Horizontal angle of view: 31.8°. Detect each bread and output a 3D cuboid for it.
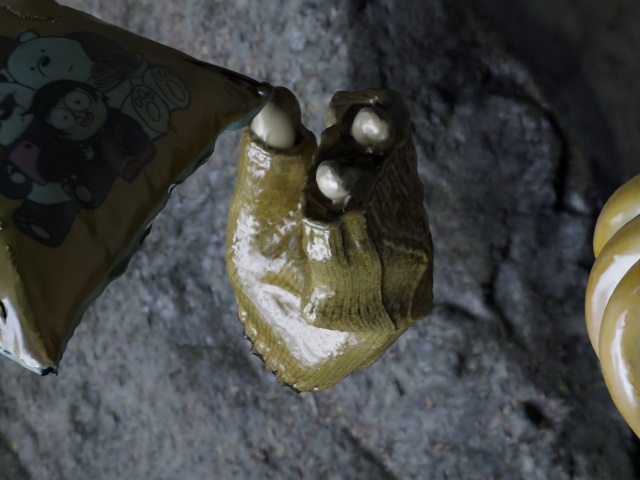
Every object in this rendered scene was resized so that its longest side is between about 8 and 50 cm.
[{"bbox_3d":[0.371,0.088,1.049,0.211,0.316,0.270,-26,37,50],"label":"bread"}]

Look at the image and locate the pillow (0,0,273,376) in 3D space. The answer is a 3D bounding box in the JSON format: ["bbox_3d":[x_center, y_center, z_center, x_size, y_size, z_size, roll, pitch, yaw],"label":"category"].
[{"bbox_3d":[-0.236,-0.078,0.792,0.312,0.310,0.119,25,144,12],"label":"pillow"}]

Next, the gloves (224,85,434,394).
[{"bbox_3d":[0.011,-0.002,0.957,0.203,0.155,0.356,57,158,21],"label":"gloves"}]
